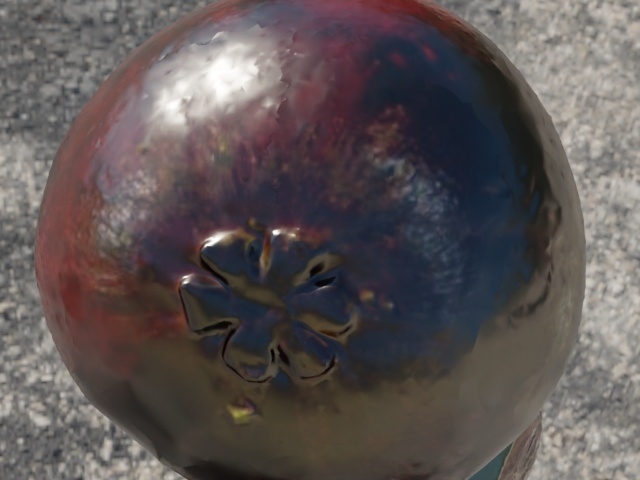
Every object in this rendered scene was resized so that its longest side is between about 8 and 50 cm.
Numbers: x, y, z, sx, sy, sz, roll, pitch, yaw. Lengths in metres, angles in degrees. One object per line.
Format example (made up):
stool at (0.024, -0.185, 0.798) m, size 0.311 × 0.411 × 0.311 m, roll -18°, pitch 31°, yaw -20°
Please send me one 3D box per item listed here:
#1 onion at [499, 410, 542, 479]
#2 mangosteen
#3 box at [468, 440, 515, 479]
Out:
onion at (0.068, 0.157, 1.199) m, size 0.282 × 0.260 × 0.337 m, roll -34°, pitch 73°, yaw -4°
mangosteen at (0.000, 0.000, 0.531) m, size 0.235 × 0.235 × 0.261 m, roll 12°, pitch 13°, yaw 5°
box at (0.011, 0.198, 0.817) m, size 0.084 × 0.198 × 0.310 m, roll -17°, pitch 34°, yaw 48°
